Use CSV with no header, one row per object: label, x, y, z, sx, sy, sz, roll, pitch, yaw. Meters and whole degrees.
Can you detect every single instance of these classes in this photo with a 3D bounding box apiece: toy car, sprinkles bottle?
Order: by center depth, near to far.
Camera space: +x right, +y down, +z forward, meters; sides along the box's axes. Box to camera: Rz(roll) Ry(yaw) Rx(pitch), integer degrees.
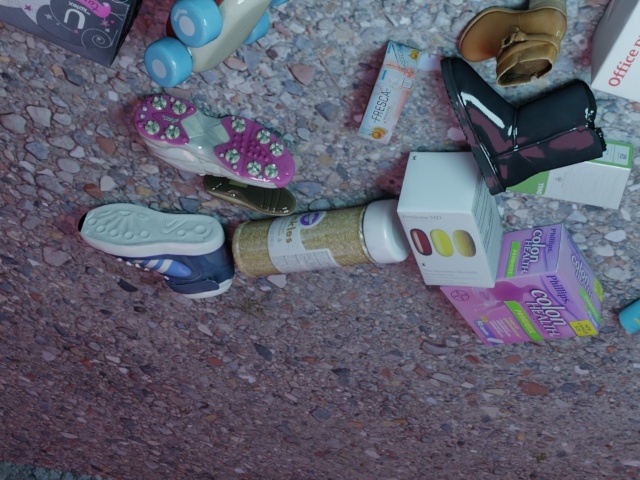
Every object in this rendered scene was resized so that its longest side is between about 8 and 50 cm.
toy car,-0.198,-0.394,1.558,0.238,0.219,0.210,51,141,1
sprinkles bottle,0.000,0.000,2.042,0.355,0.121,0.121,-8,139,30

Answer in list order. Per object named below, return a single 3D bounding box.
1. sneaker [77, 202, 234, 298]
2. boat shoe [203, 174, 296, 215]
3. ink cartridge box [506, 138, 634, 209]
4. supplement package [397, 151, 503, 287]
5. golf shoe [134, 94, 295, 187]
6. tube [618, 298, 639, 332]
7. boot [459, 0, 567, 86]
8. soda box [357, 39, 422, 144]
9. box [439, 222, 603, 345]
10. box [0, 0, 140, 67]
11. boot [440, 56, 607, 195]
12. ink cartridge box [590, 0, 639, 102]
sneaker,-0.345,0.046,2.235,0.322,0.130,0.236,4,140,8
boat shoe,-0.135,-0.088,2.036,0.190,0.068,0.072,21,159,11
ink cartridge box,0.412,-0.125,1.756,0.209,0.062,0.109,10,145,9
supplement package,0.238,-0.035,1.872,0.139,0.134,0.244,1,147,22
golf shoe,-0.193,-0.167,1.917,0.306,0.115,0.140,23,156,1
tube,0.668,0.112,2.003,0.080,0.052,0.207,21,140,-24
boot,0.271,-0.277,1.521,0.073,0.152,0.197,35,141,-26
soda box,0.112,-0.241,1.713,0.058,0.063,0.183,18,145,-2
box,0.392,0.092,2.017,0.243,0.117,0.213,-11,137,33
box,-0.404,-0.409,1.618,0.247,0.142,0.163,23,145,-10
boot,0.324,-0.212,1.647,0.207,0.094,0.246,-23,102,14
ink cartridge box,0.545,-0.275,1.446,0.283,0.117,0.207,16,145,0
